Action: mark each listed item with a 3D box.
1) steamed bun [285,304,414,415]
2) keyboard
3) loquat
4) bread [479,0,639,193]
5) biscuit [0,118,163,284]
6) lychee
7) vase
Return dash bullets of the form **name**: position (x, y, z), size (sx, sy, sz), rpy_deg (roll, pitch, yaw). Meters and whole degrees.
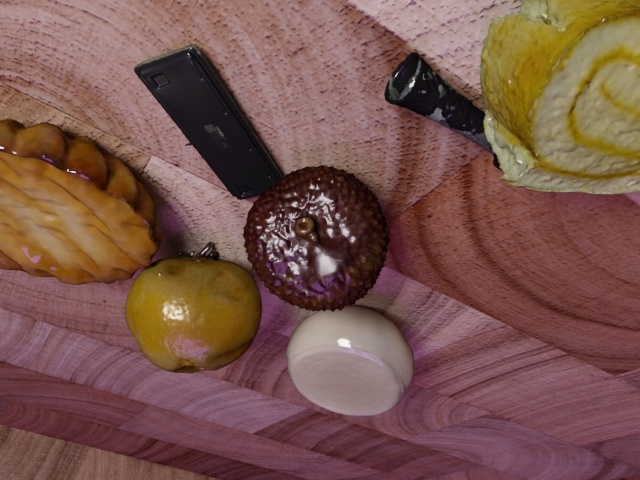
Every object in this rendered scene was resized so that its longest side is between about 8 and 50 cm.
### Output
- **steamed bun**: position (0.057, 0.204, 0.990), size (0.232, 0.145, 0.231), rpy_deg (8, 132, 10)
- **keyboard**: position (-0.128, -0.134, 0.669), size (0.094, 0.025, 0.230), rpy_deg (-11, 140, 20)
- **loquat**: position (-0.203, 0.111, 0.872), size (0.213, 0.213, 0.213), rpy_deg (5, 143, 3)
- **bread**: position (0.273, -0.133, 0.508), size (0.257, 0.124, 0.186), rpy_deg (11, 136, -19)
- **biscuit**: position (-0.384, -0.050, 0.761), size (0.326, 0.107, 0.325), rpy_deg (4, 147, 3)
- **lychee**: position (-0.003, -0.004, 0.700), size (0.195, 0.194, 0.194), rpy_deg (5, 143, 3)
- **vase**: position (0.153, -0.136, 0.590), size (0.167, 0.059, 0.059), rpy_deg (24, 140, -22)
